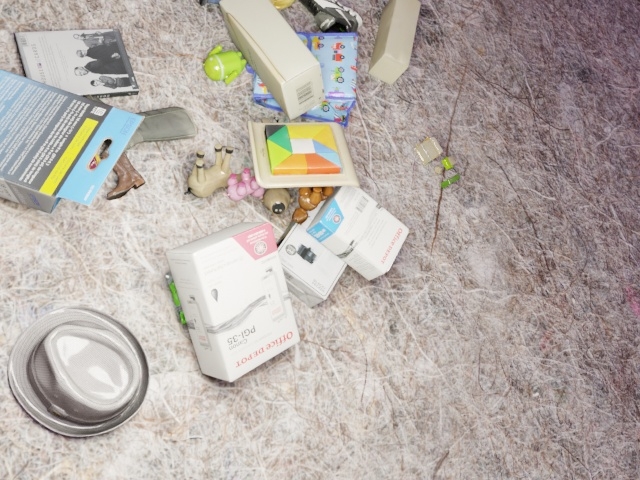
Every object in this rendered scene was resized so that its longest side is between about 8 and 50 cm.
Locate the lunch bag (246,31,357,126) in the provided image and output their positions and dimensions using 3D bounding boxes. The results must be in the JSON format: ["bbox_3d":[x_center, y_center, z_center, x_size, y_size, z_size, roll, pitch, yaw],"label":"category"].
[{"bbox_3d":[-0.055,-0.452,1.676,0.292,0.138,0.221,5,69,-7],"label":"lunch bag"}]

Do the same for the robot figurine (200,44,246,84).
[{"bbox_3d":[-0.250,-0.452,1.596,0.115,0.067,0.101,-25,79,-31],"label":"robot figurine"}]

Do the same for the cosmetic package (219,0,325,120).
[{"bbox_3d":[-0.119,-0.473,1.544,0.113,0.160,0.310,-33,68,-7],"label":"cosmetic package"}]

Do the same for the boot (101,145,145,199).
[{"bbox_3d":[-0.467,-0.156,1.392,0.114,0.037,0.106,55,45,-2],"label":"boot"}]

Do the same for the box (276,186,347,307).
[{"bbox_3d":[0.000,0.000,1.534,0.169,0.087,0.290,37,59,-9],"label":"box"}]

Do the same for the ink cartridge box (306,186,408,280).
[{"bbox_3d":[0.092,-0.024,1.485,0.203,0.086,0.148,39,59,-11],"label":"ink cartridge box"}]

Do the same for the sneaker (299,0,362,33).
[{"bbox_3d":[0.012,-0.667,1.803,0.234,0.078,0.106,30,58,-16],"label":"sneaker"}]

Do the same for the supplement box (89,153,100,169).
[{"bbox_3d":[-0.525,-0.153,1.352,0.083,0.055,0.043,-18,79,-30],"label":"supplement box"}]

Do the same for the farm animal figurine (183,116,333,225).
[{"bbox_3d":[-0.129,-0.155,1.484,0.330,0.172,0.327,15,46,0],"label":"farm animal figurine"}]

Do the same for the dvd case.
[{"bbox_3d":[-0.567,-0.412,1.444,0.238,0.029,0.180,-14,76,-29],"label":"dvd case"}]

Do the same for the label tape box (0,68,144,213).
[{"bbox_3d":[-0.557,-0.188,1.261,0.333,0.106,0.241,19,62,4],"label":"label tape box"}]

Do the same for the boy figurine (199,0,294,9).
[{"bbox_3d":[-0.193,-0.679,1.701,0.284,0.092,0.178,-1,69,-23],"label":"boy figurine"}]

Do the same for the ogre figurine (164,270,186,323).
[{"bbox_3d":[-0.261,0.082,1.370,0.197,0.096,0.118,-39,102,-21],"label":"ogre figurine"}]

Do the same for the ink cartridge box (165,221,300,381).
[{"bbox_3d":[-0.177,0.123,1.308,0.207,0.117,0.283,-25,108,-39],"label":"ink cartridge box"}]

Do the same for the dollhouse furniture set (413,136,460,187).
[{"bbox_3d":[0.348,-0.233,1.809,0.058,0.076,0.152,-30,87,-44],"label":"dollhouse furniture set"}]

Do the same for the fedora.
[{"bbox_3d":[-0.455,0.243,1.193,0.275,0.124,0.244,46,58,-4],"label":"fedora"}]

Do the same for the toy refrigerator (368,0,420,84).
[{"bbox_3d":[0.230,-0.617,1.877,0.094,0.102,0.270,22,62,-17],"label":"toy refrigerator"}]

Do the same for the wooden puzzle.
[{"bbox_3d":[-0.040,-0.205,1.402,0.238,0.044,0.221,1,47,-15],"label":"wooden puzzle"}]

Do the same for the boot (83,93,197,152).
[{"bbox_3d":[-0.421,-0.289,1.445,0.208,0.076,0.190,-30,74,-35],"label":"boot"}]
